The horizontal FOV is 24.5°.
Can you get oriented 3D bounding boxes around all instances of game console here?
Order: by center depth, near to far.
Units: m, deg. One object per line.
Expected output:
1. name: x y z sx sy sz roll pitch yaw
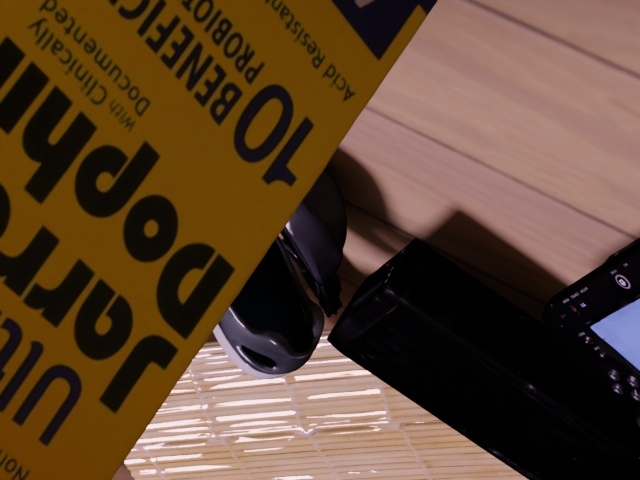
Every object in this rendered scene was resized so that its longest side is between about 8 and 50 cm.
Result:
1. game console: 0.140 0.056 0.742 0.213 0.044 0.361 34 157 -4

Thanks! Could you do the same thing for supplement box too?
1. supplement box: -0.150 -0.037 0.532 0.195 0.356 0.194 16 156 47

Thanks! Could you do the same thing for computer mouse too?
1. computer mouse: 0.000 0.000 0.919 0.071 0.041 0.242 55 175 14

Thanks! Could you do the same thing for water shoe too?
1. water shoe: -0.060 -0.015 0.872 0.203 0.073 0.080 55 156 2

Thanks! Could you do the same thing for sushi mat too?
1. sushi mat: -0.004 0.122 0.986 0.316 0.019 0.151 -8 123 26

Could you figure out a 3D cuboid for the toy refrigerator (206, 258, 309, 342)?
1. toy refrigerator: -0.139 -0.020 1.005 0.269 0.102 0.094 42 161 -28
